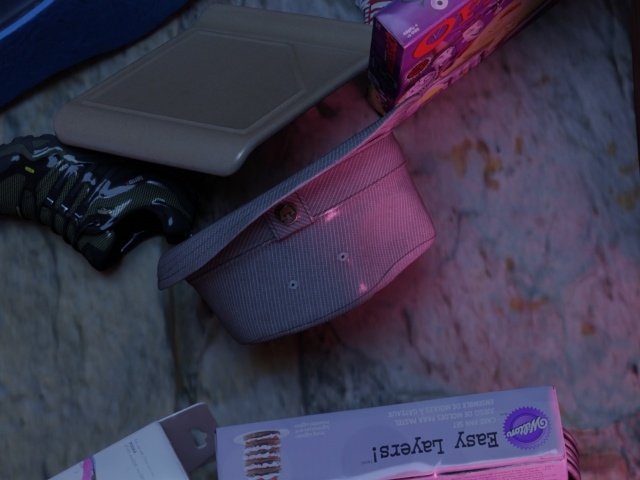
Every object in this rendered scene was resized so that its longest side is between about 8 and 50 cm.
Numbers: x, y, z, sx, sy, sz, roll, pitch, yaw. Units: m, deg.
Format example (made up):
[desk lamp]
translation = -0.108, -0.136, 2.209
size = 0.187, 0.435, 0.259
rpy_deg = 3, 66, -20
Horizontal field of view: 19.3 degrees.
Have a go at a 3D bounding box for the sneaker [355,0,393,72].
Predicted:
[sneaker]
translation = 0.048, -0.212, 1.783
size = 0.067, 0.042, 0.118
rpy_deg = 23, 60, 16

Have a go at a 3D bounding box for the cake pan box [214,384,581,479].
[cake pan box]
translation = 0.069, 0.202, 1.441
size = 0.266, 0.246, 0.070
rpy_deg = -8, 61, 6

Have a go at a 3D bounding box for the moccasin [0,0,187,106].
[moccasin]
translation = -0.265, -0.238, 1.799
size = 0.342, 0.138, 0.117
rpy_deg = -27, 57, -6

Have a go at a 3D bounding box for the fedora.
[fedora]
translation = 0.000, 0.000, 1.603
size = 0.275, 0.244, 0.124
rpy_deg = -32, 91, -11

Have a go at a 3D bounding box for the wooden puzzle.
[wooden puzzle]
translation = -0.089, -0.135, 1.705
size = 0.221, 0.044, 0.238
rpy_deg = 12, 40, 35

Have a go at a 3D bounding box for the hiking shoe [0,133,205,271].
[hiking shoe]
translation = -0.219, -0.031, 1.706
size = 0.226, 0.086, 0.114
rpy_deg = -4, 58, 7

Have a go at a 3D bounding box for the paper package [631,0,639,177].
[paper package]
translation = 0.341, -0.168, 1.547
size = 0.168, 0.325, 0.310
rpy_deg = -2, 61, 8

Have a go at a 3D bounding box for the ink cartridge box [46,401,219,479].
[ink cartridge box]
translation = -0.158, 0.222, 1.543
size = 0.198, 0.115, 0.067
rpy_deg = -29, 60, -6

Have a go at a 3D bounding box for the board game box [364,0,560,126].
[board game box]
translation = 0.189, -0.248, 1.684
size = 0.347, 0.208, 0.056
rpy_deg = -37, 74, -10
